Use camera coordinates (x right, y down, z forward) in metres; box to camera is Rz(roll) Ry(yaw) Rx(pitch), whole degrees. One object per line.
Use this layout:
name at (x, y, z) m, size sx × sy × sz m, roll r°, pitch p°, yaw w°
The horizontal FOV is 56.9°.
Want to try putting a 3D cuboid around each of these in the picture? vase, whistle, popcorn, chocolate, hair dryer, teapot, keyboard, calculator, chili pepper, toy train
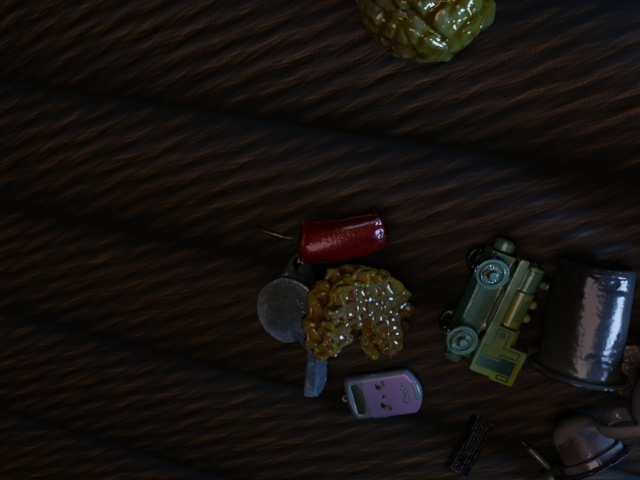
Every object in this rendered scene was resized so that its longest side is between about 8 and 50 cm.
vase at (0.666, 0.196, 1.461) m, size 0.245 × 0.245 × 0.291 m, roll 11°, pitch 99°, yaw 13°
whistle at (-0.033, 0.239, 1.692) m, size 0.188 × 0.168 × 0.405 m, roll -24°, pitch 96°, yaw 21°
popcorn at (0.247, -0.554, 1.364) m, size 0.335 × 0.274 × 0.279 m, roll 19°, pitch 66°, yaw 35°
chocolate at (0.691, 0.539, 1.570) m, size 0.221 × 0.221 × 0.147 m, roll -42°, pitch 64°, yaw 20°
hair dryer at (0.622, 0.617, 1.668) m, size 0.150 × 0.047 × 0.071 m, roll 45°, pitch 108°, yaw 13°
teapot at (0.877, 0.396, 1.410) m, size 0.424 × 0.280 × 0.252 m, roll -24°, pitch 84°, yaw 24°
keyboard at (0.435, 0.602, 1.725) m, size 0.074 × 0.015 × 0.196 m, roll 25°, pitch 108°, yaw 9°
calculator at (0.179, 0.454, 1.748) m, size 0.246 × 0.045 × 0.141 m, roll -12°, pitch 99°, yaw 19°
chili pepper at (0.001, 0.004, 1.591) m, size 0.338 × 0.134 × 0.131 m, roll -10°, pitch 112°, yaw -4°
toy train at (0.465, 0.177, 1.553) m, size 0.237 × 0.150 × 0.369 m, roll 20°, pitch 108°, yaw 2°

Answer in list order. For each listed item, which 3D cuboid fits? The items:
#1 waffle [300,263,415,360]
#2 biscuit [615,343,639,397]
waffle at (0.101, 0.196, 1.569) m, size 0.151 × 0.324 × 0.261 m, roll 9°, pitch 90°, yaw 46°
biscuit at (0.814, 0.344, 1.552) m, size 0.152 × 0.020 × 0.152 m, roll 4°, pitch 105°, yaw 15°
